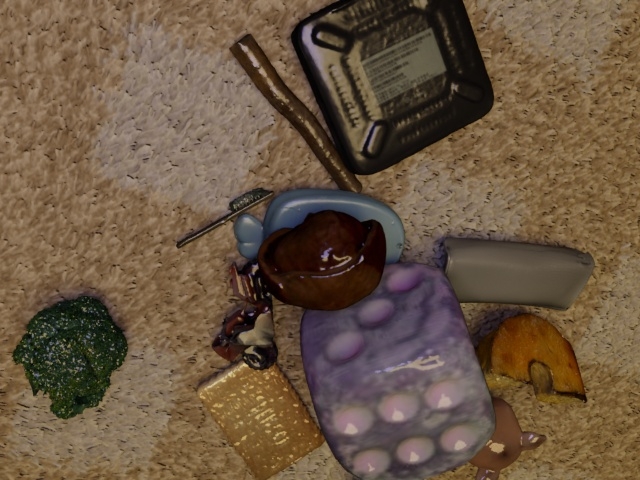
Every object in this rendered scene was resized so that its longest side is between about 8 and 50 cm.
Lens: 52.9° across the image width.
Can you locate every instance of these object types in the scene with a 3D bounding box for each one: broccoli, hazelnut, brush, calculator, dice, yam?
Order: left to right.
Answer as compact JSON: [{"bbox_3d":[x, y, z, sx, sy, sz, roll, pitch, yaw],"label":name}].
[{"bbox_3d":[-0.408,0.187,1.056,0.156,0.195,0.195,-32,115,35],"label":"broccoli"},{"bbox_3d":[-0.167,-0.043,1.102,0.190,0.034,0.027,-30,101,-3],"label":"brush"},{"bbox_3d":[-0.033,-0.200,1.081,0.045,0.045,0.327,-25,115,32],"label":"yam"},{"bbox_3d":[0.000,0.000,1.134,0.303,0.042,0.188,0,115,-9],"label":"calculator"},{"bbox_3d":[0.001,0.031,1.023,0.202,0.170,0.160,2,102,-6],"label":"hazelnut"},{"bbox_3d":[0.128,0.219,1.090,0.270,0.271,0.270,-18,121,7],"label":"dice"}]

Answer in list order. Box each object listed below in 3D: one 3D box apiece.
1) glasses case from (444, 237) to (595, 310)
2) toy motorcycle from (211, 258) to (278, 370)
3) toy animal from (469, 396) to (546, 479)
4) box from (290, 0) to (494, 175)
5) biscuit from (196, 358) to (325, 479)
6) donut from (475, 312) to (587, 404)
[{"bbox_3d":[0.361,0.064,1.228,0.308,0.083,0.128,5,111,-14],"label":"glasses case"},{"bbox_3d":[-0.133,0.133,1.128,0.118,0.084,0.212,0,108,-4],"label":"toy motorcycle"},{"bbox_3d":[0.295,0.351,1.270,0.248,0.149,0.165,40,110,-9],"label":"toy animal"},{"bbox_3d":[0.128,-0.284,1.071,0.290,0.073,0.288,-28,109,-9],"label":"box"},{"bbox_3d":[-0.110,0.334,1.227,0.160,0.030,0.249,-32,110,-3],"label":"biscuit"},{"bbox_3d":[0.404,0.225,1.254,0.259,0.101,0.152,19,59,-22],"label":"donut"}]
